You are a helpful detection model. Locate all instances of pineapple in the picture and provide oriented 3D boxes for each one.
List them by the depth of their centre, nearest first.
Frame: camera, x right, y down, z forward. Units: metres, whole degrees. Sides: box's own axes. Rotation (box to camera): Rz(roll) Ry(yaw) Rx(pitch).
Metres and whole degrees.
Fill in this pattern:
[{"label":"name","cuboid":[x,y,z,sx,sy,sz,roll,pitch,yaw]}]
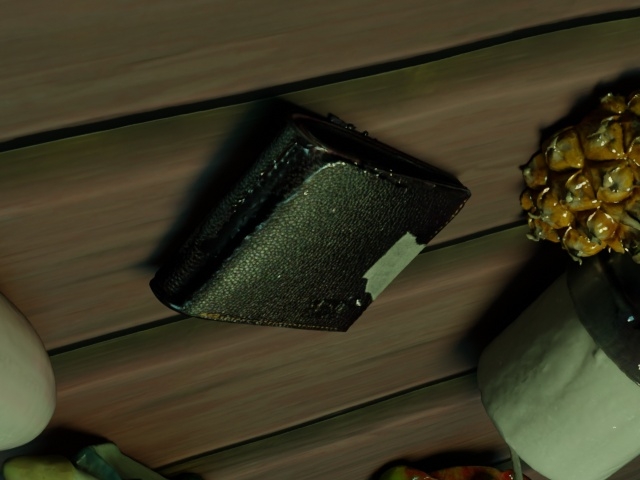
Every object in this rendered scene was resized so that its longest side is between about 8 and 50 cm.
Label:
[{"label":"pineapple","cuboid":[0.306,-0.053,1.002,0.250,0.164,0.140,-25,133,26]}]

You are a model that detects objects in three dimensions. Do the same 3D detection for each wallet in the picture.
[{"label":"wallet","cuboid":[0.000,0.000,0.963,0.262,0.071,0.221,14,122,-47]}]

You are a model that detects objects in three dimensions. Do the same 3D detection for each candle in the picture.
[{"label":"candle","cuboid":[0.313,0.145,1.162,0.221,0.221,0.342,10,136,-36]}]

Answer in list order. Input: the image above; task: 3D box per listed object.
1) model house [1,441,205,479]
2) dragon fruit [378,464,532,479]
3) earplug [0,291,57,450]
[{"label":"model house","cuboid":[-0.223,0.323,1.028,0.194,0.267,0.325,-46,126,-1]},{"label":"dragon fruit","cuboid":[0.164,0.409,1.413,0.295,0.130,0.268,-25,139,-5]},{"label":"earplug","cuboid":[-0.307,0.087,0.812,0.172,0.172,0.301,-30,145,0]}]
